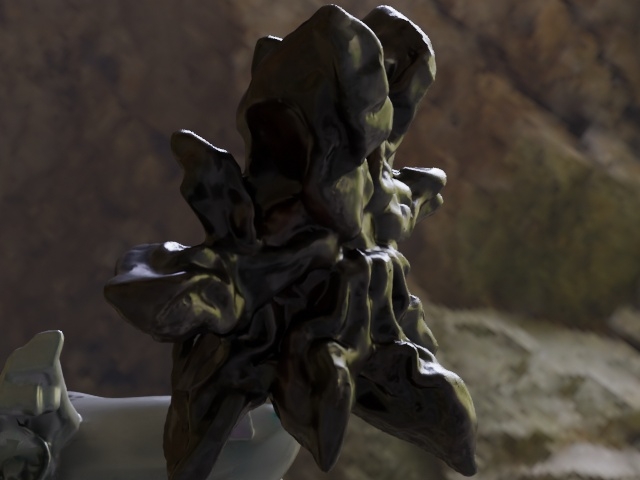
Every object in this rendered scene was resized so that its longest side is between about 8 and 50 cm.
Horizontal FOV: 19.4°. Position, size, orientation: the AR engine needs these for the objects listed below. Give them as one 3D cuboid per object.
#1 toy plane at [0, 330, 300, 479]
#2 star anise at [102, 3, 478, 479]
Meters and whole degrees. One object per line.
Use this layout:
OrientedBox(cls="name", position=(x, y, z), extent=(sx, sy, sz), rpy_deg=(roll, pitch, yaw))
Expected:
OrientedBox(cls="toy plane", position=(-0.134, 0.138, 1.134), extent=(0.252, 0.118, 0.252), rpy_deg=(-5, -37, -4))
OrientedBox(cls="star anise", position=(0.001, 0.004, 0.831), extent=(0.283, 0.129, 0.212), rpy_deg=(-20, -74, -69))
